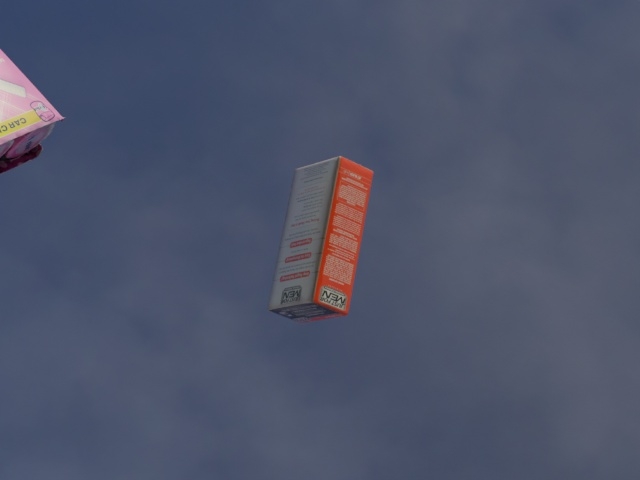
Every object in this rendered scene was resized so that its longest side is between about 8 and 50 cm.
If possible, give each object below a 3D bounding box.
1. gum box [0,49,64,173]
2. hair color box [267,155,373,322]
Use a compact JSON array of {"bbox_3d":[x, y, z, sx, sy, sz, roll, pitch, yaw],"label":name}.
[{"bbox_3d":[-0.324,-0.105,1.349,0.107,0.188,0.062,46,-56,6],"label":"gum box"},{"bbox_3d":[0.000,0.000,1.399,0.072,0.043,0.141,-12,-119,52],"label":"hair color box"}]
